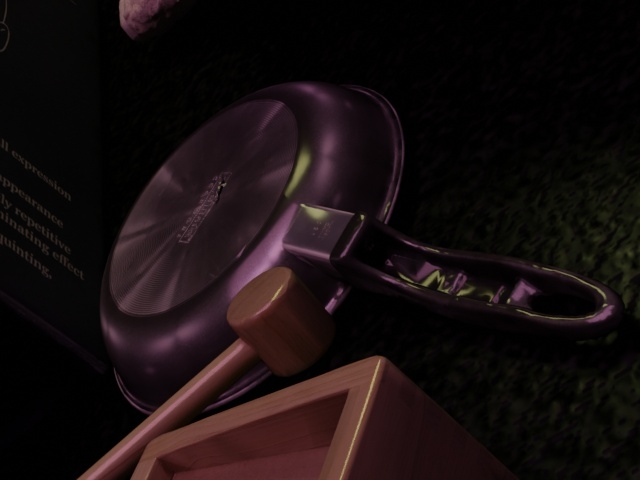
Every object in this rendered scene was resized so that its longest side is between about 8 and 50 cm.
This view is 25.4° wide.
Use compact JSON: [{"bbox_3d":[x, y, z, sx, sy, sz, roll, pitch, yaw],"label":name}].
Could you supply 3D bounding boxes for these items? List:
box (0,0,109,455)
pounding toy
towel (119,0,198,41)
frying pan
[{"bbox_3d":[-0.300,-0.074,0.837,0.212,0.293,0.395,-36,35,19],"label":"box"},{"bbox_3d":[-0.018,0.109,0.518,0.181,0.094,0.206,-25,31,40],"label":"pounding toy"},{"bbox_3d":[-0.041,-0.275,0.913,0.187,0.049,0.282,-34,32,54],"label":"towel"},{"bbox_3d":[-0.021,0.021,0.647,0.197,0.053,0.326,-48,30,4],"label":"frying pan"}]
